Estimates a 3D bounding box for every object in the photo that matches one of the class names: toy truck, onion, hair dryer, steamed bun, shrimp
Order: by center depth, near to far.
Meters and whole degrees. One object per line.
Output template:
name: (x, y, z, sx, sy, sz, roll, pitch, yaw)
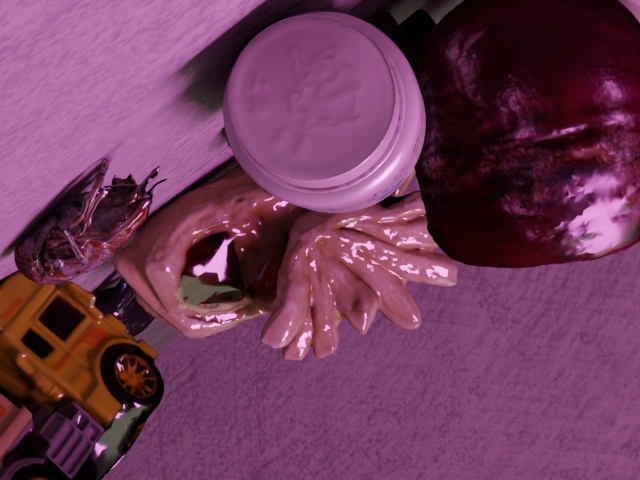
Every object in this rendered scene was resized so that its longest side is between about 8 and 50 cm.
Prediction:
shrimp: (-0.199, -0.016, 1.614, 0.190, 0.073, 0.075, -29, -134, 38)
toy truck: (-0.324, 0.195, 1.711, 0.180, 0.254, 0.405, -37, -169, 36)
onion: (0.207, -0.131, 1.802, 0.282, 0.260, 0.337, -11, -162, 17)
steamed bun: (0.000, 0.000, 2.099, 0.428, 0.247, 0.189, -32, -161, -17)
hair dryer: (-0.250, 0.058, 2.247, 0.195, 0.075, 0.219, -21, 156, -44)

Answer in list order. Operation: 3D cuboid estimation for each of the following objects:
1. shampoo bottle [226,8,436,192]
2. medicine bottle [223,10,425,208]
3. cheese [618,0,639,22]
shampoo bottle: (0.020, -0.152, 1.907, 0.246, 0.079, 0.080, -37, 178, -4)
medicine bottle: (0.004, -0.111, 1.594, 0.170, 0.170, 0.293, -38, 175, 3)
cheese: (0.305, -0.318, 1.821, 0.189, 0.198, 0.154, -54, -156, 22)
